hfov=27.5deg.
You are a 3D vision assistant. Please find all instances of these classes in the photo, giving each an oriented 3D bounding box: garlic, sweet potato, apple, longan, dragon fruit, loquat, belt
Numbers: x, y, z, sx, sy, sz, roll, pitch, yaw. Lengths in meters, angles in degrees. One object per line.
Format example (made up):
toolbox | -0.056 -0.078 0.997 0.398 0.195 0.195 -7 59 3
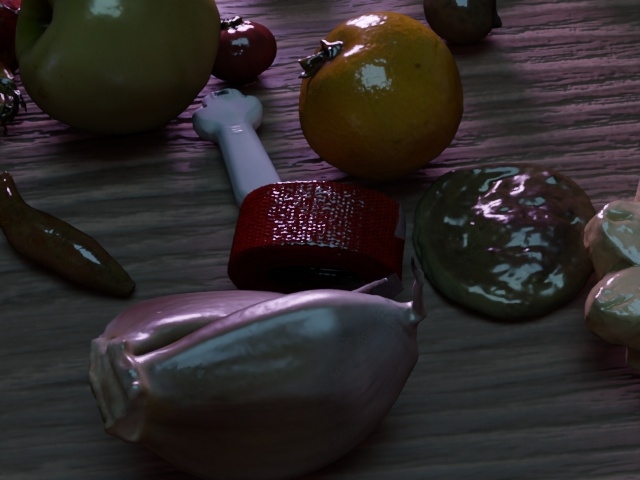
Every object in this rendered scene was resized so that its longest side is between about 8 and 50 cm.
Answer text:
garlic | -0.055 0.105 1.352 0.340 0.246 0.231 -24 42 0
sweet potato | -0.326 -0.007 1.552 0.255 0.058 0.078 35 42 27
apple | -0.259 -0.260 1.640 0.262 0.262 0.262 0 51 -1
longan | 0.196 -0.317 1.787 0.113 0.092 0.113 9 47 -10
dragon fruit | -0.430 -0.249 1.707 0.125 0.125 0.246 -12 64 -22
loquat | 0.071 -0.176 1.601 0.208 0.208 0.208 0 51 -1
belt | 0.000 0.000 1.504 0.201 0.128 0.124 5 52 4

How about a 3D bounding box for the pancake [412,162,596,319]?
pancake | 0.222 -0.013 1.567 0.242 0.050 0.242 1 50 -1

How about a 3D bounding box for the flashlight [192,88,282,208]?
flashlight | -0.097 -0.109 1.644 0.093 0.047 0.200 -16 55 -13

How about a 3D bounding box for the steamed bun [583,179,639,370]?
steamed bun | 0.420 0.063 1.459 0.292 0.137 0.295 -24 61 -20

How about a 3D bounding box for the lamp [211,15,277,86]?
lamp | -0.107 -0.251 1.731 0.101 0.090 0.101 -12 19 4
